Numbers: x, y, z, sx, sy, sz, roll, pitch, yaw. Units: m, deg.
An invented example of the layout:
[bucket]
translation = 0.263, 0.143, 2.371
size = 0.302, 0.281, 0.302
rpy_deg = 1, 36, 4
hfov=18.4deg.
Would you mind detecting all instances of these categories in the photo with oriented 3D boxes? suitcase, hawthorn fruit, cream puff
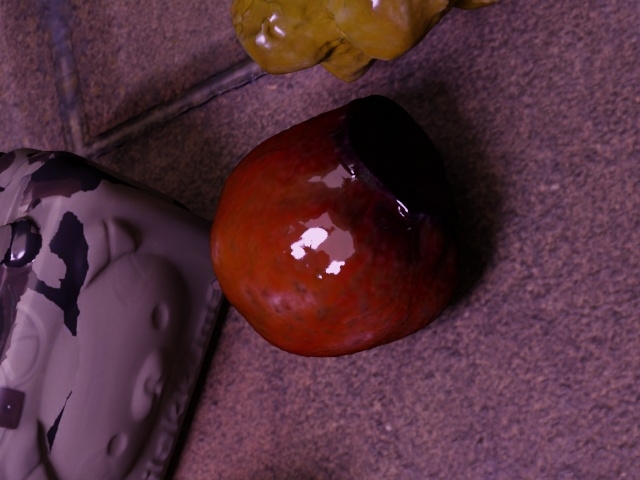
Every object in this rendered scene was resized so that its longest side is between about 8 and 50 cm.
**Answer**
[suitcase]
translation = -0.246, 0.100, 1.732
size = 0.194, 0.339, 0.352
rpy_deg = 13, 82, 36
[hawthorn fruit]
translation = 0.000, 0.000, 1.690
size = 0.249, 0.215, 0.215
rpy_deg = -18, 66, 26
[cream puff]
translation = 0.058, -0.297, 1.748
size = 0.274, 0.270, 0.323
rpy_deg = 3, 75, -2
